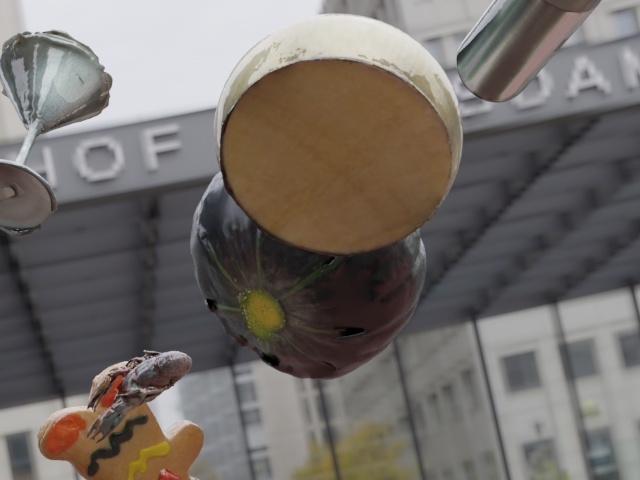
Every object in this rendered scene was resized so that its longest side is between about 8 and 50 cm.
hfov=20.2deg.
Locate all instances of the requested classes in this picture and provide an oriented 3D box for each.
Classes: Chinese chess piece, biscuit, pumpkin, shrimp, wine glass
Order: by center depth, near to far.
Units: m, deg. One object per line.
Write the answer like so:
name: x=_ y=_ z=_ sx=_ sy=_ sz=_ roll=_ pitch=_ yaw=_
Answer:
shrimp: x=-0.129 y=0.099 z=1.221 sx=0.092 sy=0.038 sz=0.029 roll=-38 pitch=-36 yaw=9
wine glass: x=-0.272 y=-0.097 z=1.686 sx=0.122 sy=0.183 sz=0.122 roll=7 pitch=-43 yaw=6
Chinese chess piece: x=0.018 y=-0.107 z=1.843 sx=0.257 sy=0.257 sz=0.104 roll=-14 pitch=33 yaw=16
biscuit: x=-0.201 y=0.260 z=2.045 sx=0.165 sy=0.250 sz=0.036 roll=-43 pitch=28 yaw=-18
pumpkin: x=0.000 y=0.000 z=2.149 sx=0.295 sy=0.296 sz=0.296 roll=-11 pitch=-10 yaw=-2

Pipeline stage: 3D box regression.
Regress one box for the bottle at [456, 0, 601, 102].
bottle: x=0.205 y=-0.221 z=1.661 sx=0.079 sy=0.096 sz=0.254 roll=23 pitch=-29 yaw=-8
